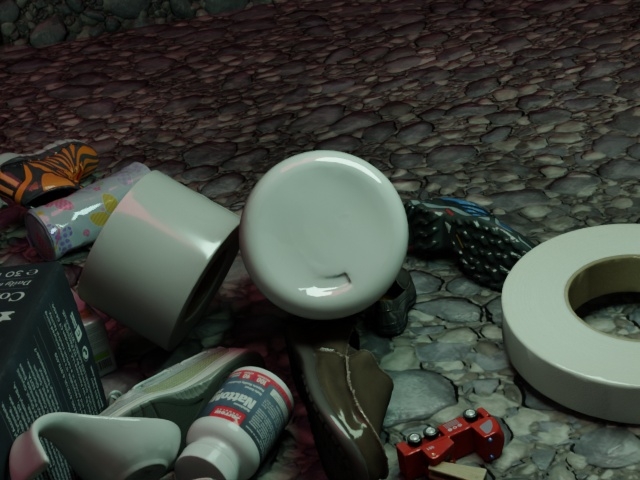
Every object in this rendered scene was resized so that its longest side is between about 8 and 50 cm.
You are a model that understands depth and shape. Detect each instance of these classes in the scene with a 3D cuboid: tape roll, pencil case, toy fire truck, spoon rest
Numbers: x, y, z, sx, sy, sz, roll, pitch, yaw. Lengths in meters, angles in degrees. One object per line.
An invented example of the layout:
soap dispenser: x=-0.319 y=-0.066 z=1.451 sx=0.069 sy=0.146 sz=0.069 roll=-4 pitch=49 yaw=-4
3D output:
tape roll: x=-0.250 y=0.032 z=1.741 sx=0.169 sy=0.246 sz=0.246 roll=29 pitch=37 yaw=5
pencil case: x=-0.448 y=-0.060 z=2.163 sx=0.273 sy=0.113 sz=0.124 roll=-29 pitch=24 yaw=-32
toy fire truck: x=0.166 y=0.292 z=1.388 sx=0.192 sy=0.047 sz=0.135 roll=-20 pitch=30 yaw=-18
spoon rest: x=-0.277 y=0.260 z=1.349 sx=0.137 sy=0.276 sz=0.084 roll=-41 pitch=63 yaw=14
tape roll: x=0.456 y=0.107 z=1.567 sx=0.392 sy=0.072 sz=0.392 roll=-5 pitch=33 yaw=4

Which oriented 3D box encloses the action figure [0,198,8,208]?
action figure: x=-0.772 y=-0.012 z=2.128 sx=0.330 sy=0.178 sz=0.341 roll=-27 pitch=31 yaw=-11

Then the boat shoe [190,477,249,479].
boat shoe: x=-0.167 y=0.341 z=1.339 sx=0.335 sy=0.112 sz=0.095 roll=-5 pitch=9 yaw=1

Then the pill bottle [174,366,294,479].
pill bottle: x=-0.118 y=0.263 z=1.472 sx=0.108 sy=0.108 sz=0.180 roll=4 pitch=32 yaw=24

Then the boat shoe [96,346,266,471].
boat shoe: x=-0.218 y=0.239 z=1.550 sx=0.103 sy=0.118 sz=0.320 roll=10 pitch=30 yaw=43

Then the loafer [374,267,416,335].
loafer: x=0.121 y=0.084 z=1.766 sx=0.062 sy=0.061 sz=0.170 roll=-6 pitch=28 yaw=11

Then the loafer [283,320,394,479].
loafer: x=0.039 y=0.203 z=1.500 sx=0.130 sy=0.134 sz=0.366 roll=-14 pitch=29 yaw=-6

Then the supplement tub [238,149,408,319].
supplement tub: x=0.000 y=0.000 z=1.662 sx=0.241 sy=0.241 sz=0.331 roll=-12 pitch=-3 yaw=-3

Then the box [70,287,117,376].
box: x=-0.433 y=0.152 z=1.781 sx=0.114 sy=0.103 sz=0.203 roll=-24 pitch=31 yaw=-25

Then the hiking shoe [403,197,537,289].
hiking shoe: x=0.275 y=-0.012 z=1.841 sx=0.132 sy=0.113 sz=0.304 roll=-19 pitch=35 yaw=-39

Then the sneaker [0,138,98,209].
sneaker: x=-0.545 y=-0.115 z=2.312 sx=0.180 sy=0.125 sz=0.321 roll=30 pitch=27 yaw=19

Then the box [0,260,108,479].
box: x=-0.577 y=0.285 z=1.397 sx=0.480 sy=0.297 sz=0.472 roll=-7 pitch=31 yaw=7
